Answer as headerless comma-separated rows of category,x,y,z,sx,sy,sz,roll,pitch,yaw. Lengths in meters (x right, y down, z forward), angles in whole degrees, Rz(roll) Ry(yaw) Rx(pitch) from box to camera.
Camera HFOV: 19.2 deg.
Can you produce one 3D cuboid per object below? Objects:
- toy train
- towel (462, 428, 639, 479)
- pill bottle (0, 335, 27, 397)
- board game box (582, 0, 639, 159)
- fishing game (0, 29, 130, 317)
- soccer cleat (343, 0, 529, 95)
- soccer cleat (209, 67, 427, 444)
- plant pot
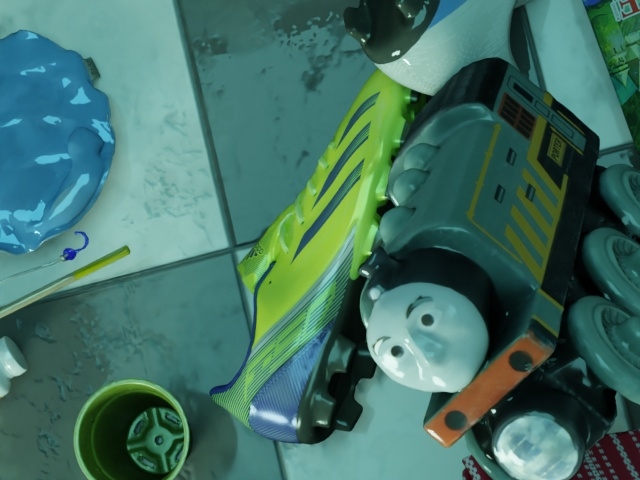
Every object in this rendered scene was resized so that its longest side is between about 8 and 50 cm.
toy train,0.120,0.017,1.171,0.190,0.334,0.142,38,121,-7
towel,0.234,0.203,1.185,0.199,0.274,0.031,62,139,32
pill bottle,-0.259,0.106,1.396,0.083,0.043,0.043,-33,79,5
board game box,0.356,-0.121,1.243,0.318,0.066,0.318,-22,85,26
fishing game,-0.243,-0.072,1.420,0.189,0.041,0.264,-31,73,-3
soccer cleat,0.101,-0.247,1.356,0.116,0.143,0.331,-17,56,48
soccer cleat,-0.001,0.000,1.342,0.121,0.093,0.289,15,83,24
plant pot,-0.125,0.142,1.349,0.083,0.079,0.083,-1,83,9
